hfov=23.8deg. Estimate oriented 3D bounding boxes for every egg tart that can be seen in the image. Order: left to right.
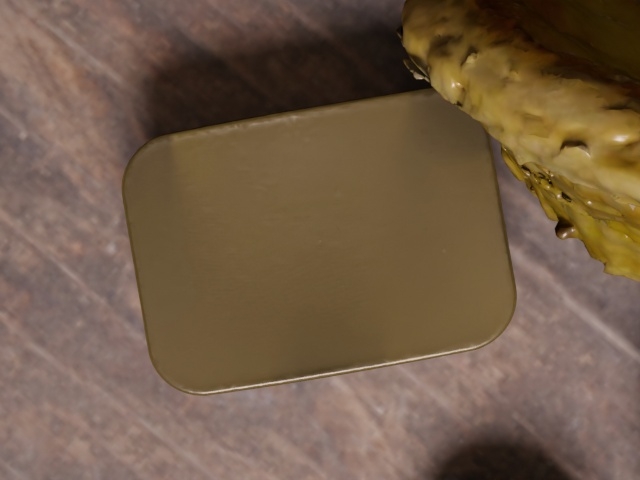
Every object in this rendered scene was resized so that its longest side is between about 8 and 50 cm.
[{"bbox_3d":[0.200,-0.070,0.767,0.341,0.341,0.132,6,126,1],"label":"egg tart"}]

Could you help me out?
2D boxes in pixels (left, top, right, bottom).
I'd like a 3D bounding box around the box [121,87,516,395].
[{"bbox_3d":[0.000,0.000,0.848,0.201,0.090,0.145,-11,91,2],"label":"box"}]
